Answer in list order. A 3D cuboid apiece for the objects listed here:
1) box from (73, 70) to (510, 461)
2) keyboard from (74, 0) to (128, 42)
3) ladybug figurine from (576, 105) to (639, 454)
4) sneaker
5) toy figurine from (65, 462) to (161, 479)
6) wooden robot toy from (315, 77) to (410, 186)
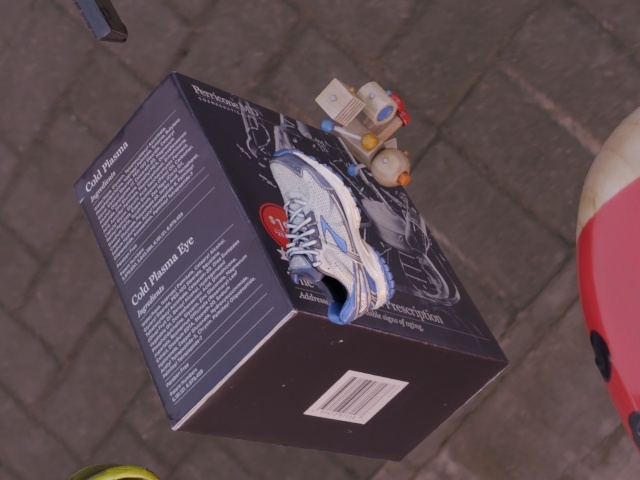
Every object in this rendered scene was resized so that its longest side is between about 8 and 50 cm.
[{"bbox_3d":[-0.029,0.035,1.335,0.179,0.343,0.312,-46,53,23],"label":"box"},{"bbox_3d":[-0.240,-0.265,1.220,0.023,0.108,0.180,-30,91,7],"label":"keyboard"},{"bbox_3d":[0.329,0.076,0.990,0.305,0.162,0.449,-48,55,42],"label":"ladybug figurine"},{"bbox_3d":[0.000,0.000,0.909,0.052,0.058,0.135,-7,119,58],"label":"sneaker"},{"bbox_3d":[-0.216,0.273,1.012,0.191,0.217,0.363,-8,120,-16],"label":"toy figurine"},{"bbox_3d":[0.060,-0.088,1.203,0.076,0.173,0.079,-39,62,-2],"label":"wooden robot toy"}]
